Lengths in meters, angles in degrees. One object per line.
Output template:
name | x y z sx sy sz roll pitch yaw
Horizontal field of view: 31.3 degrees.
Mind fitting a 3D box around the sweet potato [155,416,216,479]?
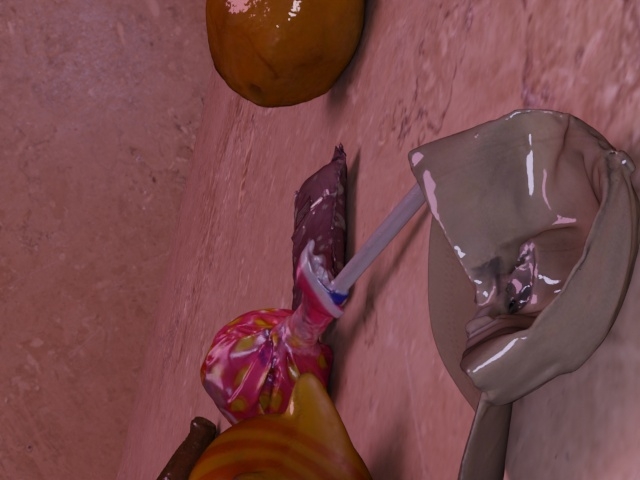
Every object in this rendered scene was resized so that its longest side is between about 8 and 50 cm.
sweet potato | -0.205 0.380 1.553 0.112 0.085 0.286 157 125 -80

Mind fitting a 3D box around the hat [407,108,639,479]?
hat | 0.112 0.044 0.583 0.173 0.144 0.166 56 -161 -38

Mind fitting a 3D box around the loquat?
loquat | -0.039 -0.248 1.260 0.187 0.176 0.234 -67 2 -53

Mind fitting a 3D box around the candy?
candy | 0.006 0.053 0.971 0.365 0.124 0.124 -52 27 45

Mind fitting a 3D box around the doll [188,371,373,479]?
doll | -0.049 0.240 0.856 0.269 0.162 0.166 -54 10 37

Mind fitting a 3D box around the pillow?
pillow | 0.000 0.000 1.126 0.118 0.043 0.185 129 148 -51
